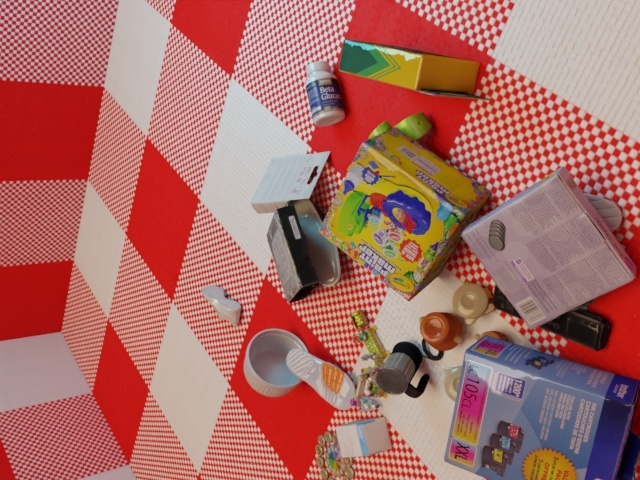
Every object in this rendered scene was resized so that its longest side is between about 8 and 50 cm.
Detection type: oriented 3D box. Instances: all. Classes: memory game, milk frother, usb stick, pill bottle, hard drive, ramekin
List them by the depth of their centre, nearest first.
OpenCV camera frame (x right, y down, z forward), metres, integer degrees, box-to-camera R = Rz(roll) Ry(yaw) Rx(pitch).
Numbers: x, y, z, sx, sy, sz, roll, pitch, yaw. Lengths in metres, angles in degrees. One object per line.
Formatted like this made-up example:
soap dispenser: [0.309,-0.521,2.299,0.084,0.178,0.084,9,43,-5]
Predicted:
usb stick: [0.496,0.159,1.557,0.278,0.045,0.077,23,119,47]
milk frother: [0.232,0.312,1.828,0.129,0.135,0.143,25,120,13]
pill bottle: [0.009,-0.422,2.051,0.094,0.094,0.170,-23,77,50]
hard drive: [-0.090,0.050,2.124,0.339,0.064,0.237,126,127,-76]
memory game: [0.042,0.680,2.204,0.186,0.012,0.186,7,99,51]
ramekin: [-0.145,0.393,2.257,0.207,0.207,0.109,61,145,27]

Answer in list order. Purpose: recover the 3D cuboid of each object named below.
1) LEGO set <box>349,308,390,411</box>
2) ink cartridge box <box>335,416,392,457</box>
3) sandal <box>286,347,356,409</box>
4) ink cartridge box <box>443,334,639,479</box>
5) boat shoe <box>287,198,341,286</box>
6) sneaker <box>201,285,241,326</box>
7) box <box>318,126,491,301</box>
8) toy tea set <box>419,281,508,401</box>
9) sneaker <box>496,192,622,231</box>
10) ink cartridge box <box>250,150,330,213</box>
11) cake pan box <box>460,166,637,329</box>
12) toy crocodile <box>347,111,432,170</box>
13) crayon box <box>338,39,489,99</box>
LEGO set: [0.117,0.340,1.996,0.132,0.107,0.287,-2,93,51]
ink cartridge box: [0.116,0.560,2.035,0.143,0.092,0.090,-23,76,49]
sandal: [0.014,0.405,2.155,0.265,0.076,0.102,32,97,31]
ink cartridge box: [0.478,0.384,1.462,0.395,0.151,0.270,14,106,26]
boat shoe: [0.000,0.000,2.120,0.114,0.091,0.303,-27,69,22]
sneaker: [-0.367,0.243,2.616,0.212,0.080,0.094,33,131,43]
box: [0.198,-0.066,1.726,0.290,0.177,0.279,37,125,16]
toy tea set: [0.371,0.276,1.702,0.200,0.124,0.336,-29,65,17]
sneaker: [0.497,-0.053,1.501,0.258,0.091,0.094,3,92,30]
ink cartridge box: [-0.083,-0.174,2.160,0.232,0.066,0.189,1,54,34]
cake pan box: [0.460,0.025,1.446,0.245,0.070,0.267,-38,88,38]
toy crocodile: [0.167,-0.211,1.879,0.115,0.105,0.341,46,137,9]
crayon box: [0.225,-0.407,1.699,0.322,0.203,0.083,29,116,45]
